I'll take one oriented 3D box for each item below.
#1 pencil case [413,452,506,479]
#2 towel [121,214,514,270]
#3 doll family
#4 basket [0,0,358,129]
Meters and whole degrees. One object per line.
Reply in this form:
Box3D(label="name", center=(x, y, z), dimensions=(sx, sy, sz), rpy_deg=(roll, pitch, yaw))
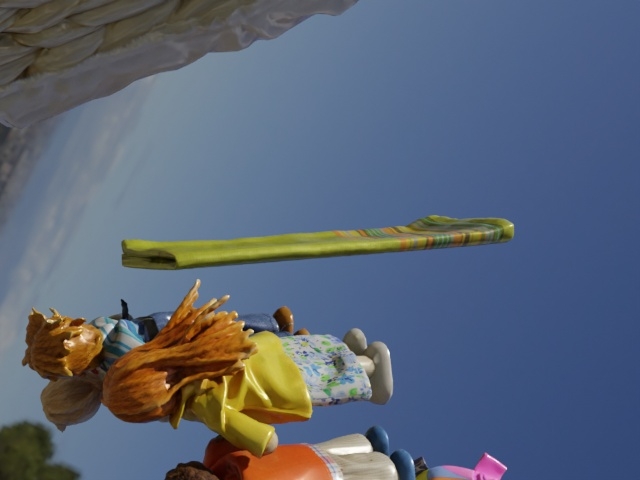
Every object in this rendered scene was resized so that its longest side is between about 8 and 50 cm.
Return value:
Box3D(label="pencil case", center=(0.093, 0.266, 1.004), dimensions=(0.104, 0.104, 0.236), rpy_deg=(-56, -173, 31))
Box3D(label="towel", center=(0.000, 0.000, 0.839), dimensions=(0.102, 0.237, 0.021), rpy_deg=(-2, -88, 63))
Box3D(label="doll family", center=(-0.071, 0.069, 0.723), dimensions=(0.263, 0.163, 0.118), rpy_deg=(20, -72, 57))
Box3D(label="basket", center=(-0.055, -0.284, 0.528), dimensions=(0.266, 0.331, 0.328), rpy_deg=(71, -1, -61))
